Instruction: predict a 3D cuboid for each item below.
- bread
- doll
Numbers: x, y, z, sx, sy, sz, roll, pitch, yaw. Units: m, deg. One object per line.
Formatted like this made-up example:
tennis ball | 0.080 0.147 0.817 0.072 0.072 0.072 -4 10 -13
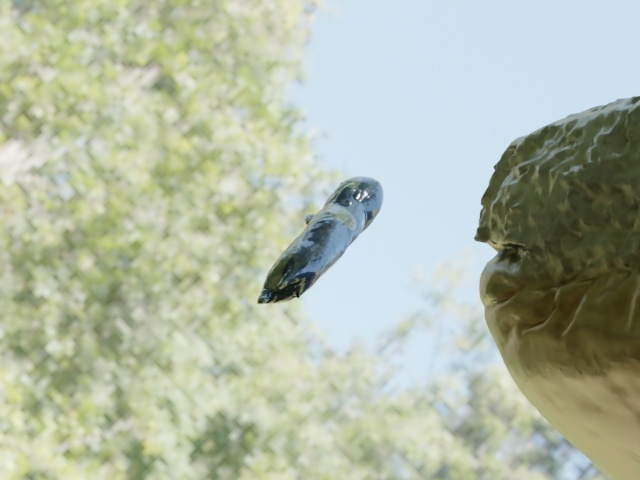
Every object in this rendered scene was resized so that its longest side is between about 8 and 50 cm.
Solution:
bread | 0.098 0.026 0.382 0.125 0.082 0.106 32 -24 -22
doll | 0.000 0.000 0.915 0.027 0.125 0.037 49 -56 -3
